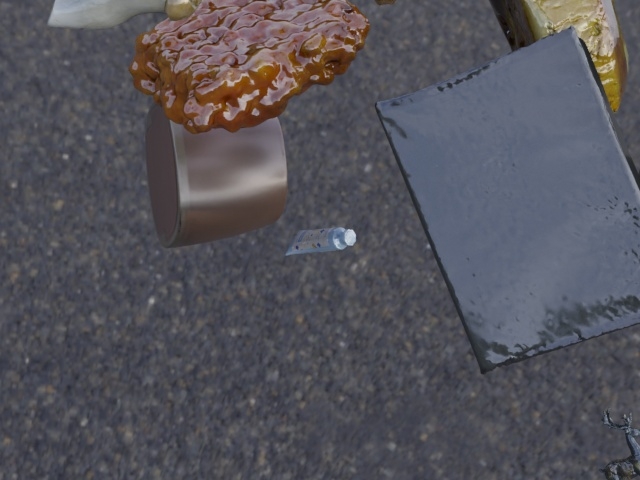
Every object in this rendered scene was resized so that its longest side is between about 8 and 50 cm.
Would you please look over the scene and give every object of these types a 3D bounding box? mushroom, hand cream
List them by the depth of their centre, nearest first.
[{"bbox_3d":[-0.242,-0.312,1.284,0.225,0.093,0.116,3,65,16],"label":"mushroom"},{"bbox_3d":[0.000,0.000,1.998,0.043,0.170,0.065,47,58,-28],"label":"hand cream"}]

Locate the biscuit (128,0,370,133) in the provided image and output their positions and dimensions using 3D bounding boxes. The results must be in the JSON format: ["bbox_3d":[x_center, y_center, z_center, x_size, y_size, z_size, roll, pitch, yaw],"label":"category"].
[{"bbox_3d":[-0.102,-0.276,1.489,0.318,0.111,0.312,-26,35,-15],"label":"biscuit"}]

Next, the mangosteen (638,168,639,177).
[{"bbox_3d":[0.604,-0.077,1.650,0.211,0.211,0.250,27,11,3],"label":"mangosteen"}]

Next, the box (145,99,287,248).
[{"bbox_3d":[-0.197,-0.131,1.923,0.216,0.301,0.301,-5,50,-21],"label":"box"}]

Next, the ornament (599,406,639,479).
[{"bbox_3d":[0.370,0.266,1.263,0.028,0.073,0.125,-11,74,-51],"label":"ornament"}]

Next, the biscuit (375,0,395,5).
[{"bbox_3d":[0.215,-0.526,1.654,0.051,0.376,0.269,47,8,15],"label":"biscuit"}]

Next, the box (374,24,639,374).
[{"bbox_3d":[0.260,-0.053,1.256,0.345,0.251,0.204,69,19,-1],"label":"box"}]

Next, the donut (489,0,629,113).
[{"bbox_3d":[0.338,-0.319,1.471,0.159,0.330,0.330,-18,51,3],"label":"donut"}]
